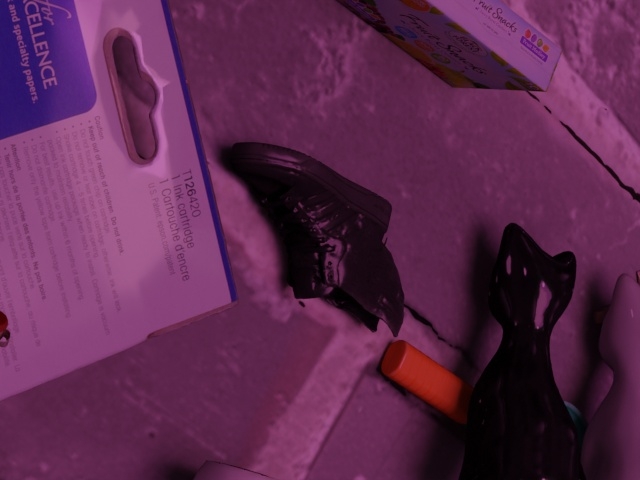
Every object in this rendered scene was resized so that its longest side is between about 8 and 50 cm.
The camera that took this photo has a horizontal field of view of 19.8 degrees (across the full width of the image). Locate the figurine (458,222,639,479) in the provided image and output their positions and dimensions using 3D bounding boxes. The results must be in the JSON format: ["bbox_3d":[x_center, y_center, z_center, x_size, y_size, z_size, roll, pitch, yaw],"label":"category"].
[{"bbox_3d":[0.200,0.112,1.382,0.215,0.092,0.209,21,66,-39],"label":"figurine"}]

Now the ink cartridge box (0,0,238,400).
[{"bbox_3d":[-0.217,-0.054,1.078,0.307,0.072,0.303,-22,107,-37],"label":"ink cartridge box"}]

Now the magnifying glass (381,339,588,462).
[{"bbox_3d":[0.130,0.137,1.389,0.231,0.026,0.092,34,74,-34],"label":"magnifying glass"}]

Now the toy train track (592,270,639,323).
[{"bbox_3d":[0.254,0.052,1.483,0.083,0.014,0.048,-17,104,-35],"label":"toy train track"}]

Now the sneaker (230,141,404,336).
[{"bbox_3d":[-0.002,0.000,1.256,0.170,0.051,0.089,25,75,-40],"label":"sneaker"}]

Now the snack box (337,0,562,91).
[{"bbox_3d":[0.087,-0.152,1.279,0.141,0.100,0.037,31,75,-35],"label":"snack box"}]

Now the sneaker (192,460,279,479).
[{"bbox_3d":[-0.015,0.319,1.227,0.323,0.130,0.236,46,63,-37],"label":"sneaker"}]

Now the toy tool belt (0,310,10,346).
[{"bbox_3d":[-0.218,0.064,1.024,0.083,0.052,0.051,-3,129,-34],"label":"toy tool belt"}]
